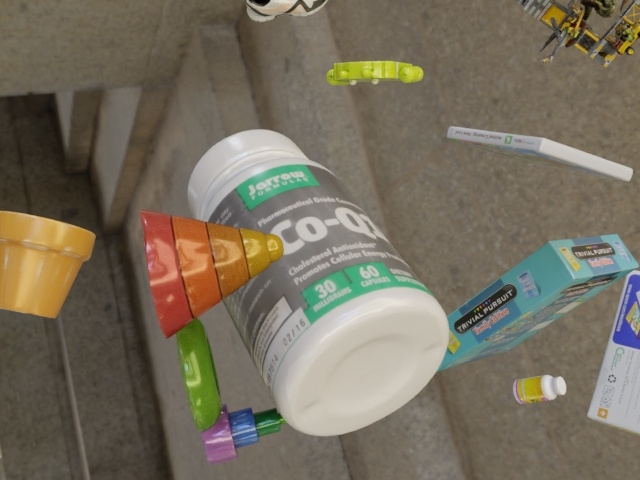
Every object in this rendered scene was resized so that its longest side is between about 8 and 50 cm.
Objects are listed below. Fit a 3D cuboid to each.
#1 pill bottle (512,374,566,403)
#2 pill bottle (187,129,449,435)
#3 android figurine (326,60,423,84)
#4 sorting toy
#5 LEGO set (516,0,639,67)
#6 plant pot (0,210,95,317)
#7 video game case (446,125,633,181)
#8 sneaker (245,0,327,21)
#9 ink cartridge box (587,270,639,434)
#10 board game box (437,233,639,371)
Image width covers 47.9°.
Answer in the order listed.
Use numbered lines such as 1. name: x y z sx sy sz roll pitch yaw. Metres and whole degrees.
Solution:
1. pill bottle: 0.379 0.257 1.246 0.083 0.043 0.043 -21 78 41
2. pill bottle: -0.024 0.031 0.856 0.361 0.204 0.204 54 145 42
3. android figurine: 0.138 -0.439 1.897 0.248 0.273 0.056 4 103 24
4. sorting toy: -0.086 0.108 0.749 0.127 0.126 0.366 -111 11 -46
5. LEGO set: 0.535 -0.512 1.468 0.255 0.192 0.331 -50 22 35
6. plant pot: -0.588 0.056 1.480 0.205 0.205 0.188 -12 65 66
7. video game case: 0.334 -0.133 1.105 0.193 0.212 0.023 23 100 56
8. sneaker: -0.041 -0.300 0.892 0.044 0.109 0.040 49 -153 -80
9. ink cartridge box: 0.684 0.230 1.318 0.307 0.072 0.304 13 80 37
10. board game box: 0.382 0.116 1.338 0.336 0.253 0.079 -45 62 38
